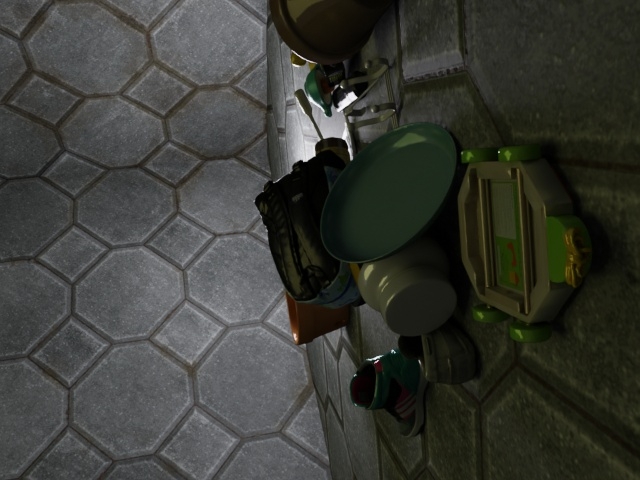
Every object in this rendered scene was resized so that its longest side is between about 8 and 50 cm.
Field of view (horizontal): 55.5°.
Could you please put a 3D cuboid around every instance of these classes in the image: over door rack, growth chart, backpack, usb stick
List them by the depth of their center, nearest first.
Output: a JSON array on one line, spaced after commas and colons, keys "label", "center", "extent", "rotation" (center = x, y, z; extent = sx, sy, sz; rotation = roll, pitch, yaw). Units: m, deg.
[{"label": "over door rack", "center": [0.109, -0.268, 1.503], "extent": [0.324, 0.108, 0.239], "rotation": [131, 132, -77]}, {"label": "backpack", "center": [0.000, 0.000, 1.583], "extent": [0.273, 0.290, 0.355], "rotation": [32, -144, -40]}, {"label": "usb stick", "center": [0.081, -0.421, 1.737], "extent": [0.278, 0.045, 0.077], "rotation": [-163, 60, -79]}, {"label": "growth chart", "center": [0.083, -0.267, 1.908], "extent": [0.237, 0.021, 0.171], "rotation": [106, 154, -68]}]

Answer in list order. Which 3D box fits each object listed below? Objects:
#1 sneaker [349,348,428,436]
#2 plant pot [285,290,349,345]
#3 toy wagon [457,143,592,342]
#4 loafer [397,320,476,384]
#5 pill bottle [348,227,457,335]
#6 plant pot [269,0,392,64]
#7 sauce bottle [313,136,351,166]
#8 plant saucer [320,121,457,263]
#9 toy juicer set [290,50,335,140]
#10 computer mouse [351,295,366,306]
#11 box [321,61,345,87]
[{"label": "sneaker", "center": [0.159, 0.380, 1.469], "extent": [0.123, 0.179, 0.295], "rotation": [-111, 17, -54]}, {"label": "plant pot", "center": [-0.011, 0.232, 2.275], "extent": [0.291, 0.204, 0.290], "rotation": [172, 90, -81]}, {"label": "toy wagon", "center": [0.278, 0.002, 0.842], "extent": [0.344, 0.068, 0.267], "rotation": [-151, 54, -77]}, {"label": "loafer", "center": [0.208, 0.191, 1.247], "extent": [0.319, 0.112, 0.112], "rotation": [-127, 29, -72]}, {"label": "pill bottle", "center": [0.149, 0.029, 1.244], "extent": [0.334, 0.188, 0.187], "rotation": [-110, 16, -52]}, {"label": "plant pot", "center": [0.049, -0.544, 1.347], "extent": [0.229, 0.263, 0.263], "rotation": [4, 101, 61]}, {"label": "sauce bottle", "center": [0.048, -0.126, 1.764], "extent": [0.111, 0.111, 0.344], "rotation": [110, 156, -70]}, {"label": "plant saucer", "center": [0.132, -0.086, 1.163], "extent": [0.044, 0.317, 0.317], "rotation": [38, -161, -33]}, {"label": "toy juicer set", "center": [-0.013, -0.488, 1.857], "extent": [0.209, 0.090, 0.329], "rotation": [46, -144, -54]}, {"label": "computer mouse", "center": [0.143, 0.071, 1.695], "extent": [0.188, 0.072, 0.272], "rotation": [-108, 26, -54]}, {"label": "box", "center": [0.001, -0.586, 1.726], "extent": [0.216, 0.060, 0.270], "rotation": [-64, -45, -84]}]
